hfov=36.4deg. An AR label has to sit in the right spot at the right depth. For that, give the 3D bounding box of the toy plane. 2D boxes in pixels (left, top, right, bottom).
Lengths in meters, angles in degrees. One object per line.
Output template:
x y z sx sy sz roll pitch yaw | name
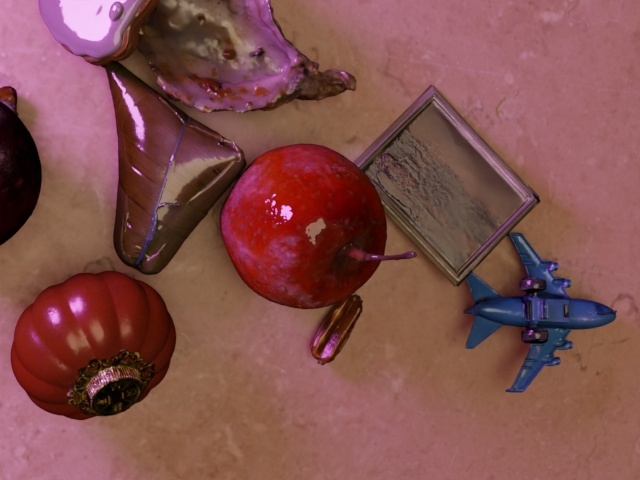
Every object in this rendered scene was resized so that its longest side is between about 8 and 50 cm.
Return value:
0.353 0.113 1.544 0.272 0.105 0.254 2 81 -11 | toy plane

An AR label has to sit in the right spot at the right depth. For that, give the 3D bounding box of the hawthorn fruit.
-0.027 -0.014 1.357 0.231 0.263 0.235 45 104 -6 | hawthorn fruit

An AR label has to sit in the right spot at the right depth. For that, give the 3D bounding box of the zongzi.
-0.263 -0.101 1.350 0.256 0.115 0.228 38 87 -9 | zongzi

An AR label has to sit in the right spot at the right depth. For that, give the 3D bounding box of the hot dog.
0.025 0.134 1.491 0.049 0.037 0.122 35 81 -4 | hot dog

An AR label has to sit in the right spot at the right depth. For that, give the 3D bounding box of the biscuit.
-0.294 -0.346 1.295 0.181 0.049 0.208 36 101 17 | biscuit

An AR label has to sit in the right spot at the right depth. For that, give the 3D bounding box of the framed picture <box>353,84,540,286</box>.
0.192 -0.085 1.500 0.197 0.014 0.252 -45 95 -7 | framed picture

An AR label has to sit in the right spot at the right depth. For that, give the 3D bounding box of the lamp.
-0.306 0.142 1.319 0.223 0.196 0.223 -19 139 -18 | lamp

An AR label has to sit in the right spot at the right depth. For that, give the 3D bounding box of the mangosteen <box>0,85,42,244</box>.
-0.465 -0.115 1.255 0.236 0.235 0.261 27 50 -16 | mangosteen

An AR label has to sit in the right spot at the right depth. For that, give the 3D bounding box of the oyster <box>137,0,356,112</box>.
-0.152 -0.280 1.360 0.396 0.111 0.204 42 89 -10 | oyster
